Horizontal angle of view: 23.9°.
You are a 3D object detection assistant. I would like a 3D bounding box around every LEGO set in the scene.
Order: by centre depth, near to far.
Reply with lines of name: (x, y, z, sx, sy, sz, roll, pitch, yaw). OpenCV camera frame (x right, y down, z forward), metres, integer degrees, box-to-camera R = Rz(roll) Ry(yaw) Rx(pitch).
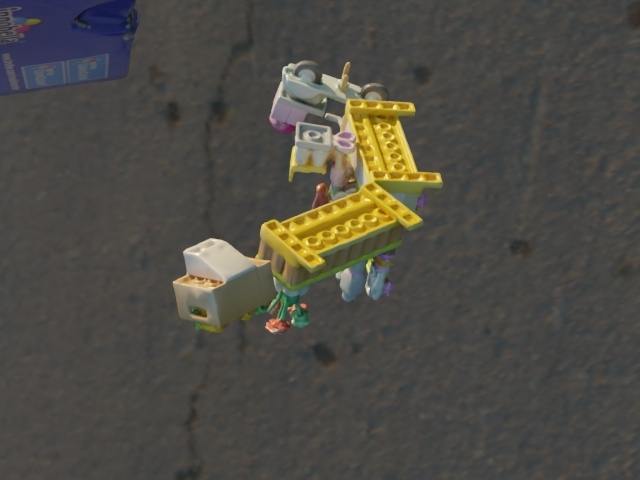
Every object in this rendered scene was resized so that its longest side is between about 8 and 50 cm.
LEGO set: (0.000, 0.000, 0.972, 0.132, 0.287, 0.107, 16, 127, 4)

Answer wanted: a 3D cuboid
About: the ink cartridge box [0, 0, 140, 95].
ink cartridge box: (-0.146, -0.203, 0.521, 0.270, 0.151, 0.396, 145, 116, -79)
